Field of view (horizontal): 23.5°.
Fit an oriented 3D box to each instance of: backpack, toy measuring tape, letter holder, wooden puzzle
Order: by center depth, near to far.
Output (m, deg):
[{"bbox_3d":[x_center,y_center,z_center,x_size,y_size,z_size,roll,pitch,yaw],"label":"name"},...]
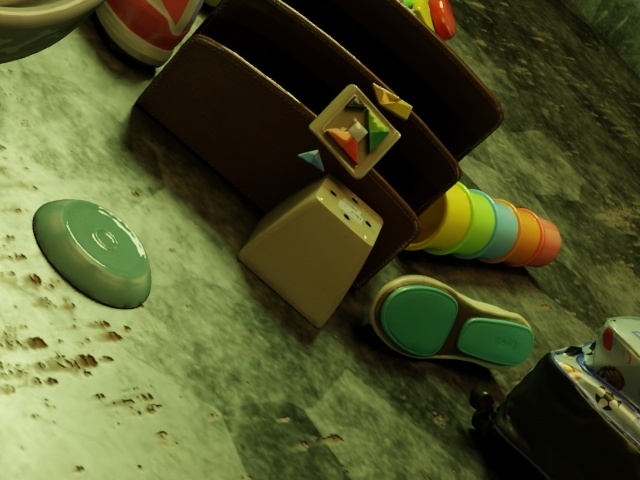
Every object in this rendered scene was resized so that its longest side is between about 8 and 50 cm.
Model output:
[{"bbox_3d":[0.035,-0.107,1.497,0.078,0.116,0.014,39,-18,-9],"label":"wooden puzzle"},{"bbox_3d":[0.008,-0.139,1.565,0.302,0.214,0.152,41,40,-8],"label":"letter holder"},{"bbox_3d":[0.328,0.201,1.588,0.276,0.213,0.263,48,13,16],"label":"backpack"},{"bbox_3d":[0.109,-0.342,2.143,0.330,0.121,0.121,55,8,-50],"label":"toy measuring tape"}]

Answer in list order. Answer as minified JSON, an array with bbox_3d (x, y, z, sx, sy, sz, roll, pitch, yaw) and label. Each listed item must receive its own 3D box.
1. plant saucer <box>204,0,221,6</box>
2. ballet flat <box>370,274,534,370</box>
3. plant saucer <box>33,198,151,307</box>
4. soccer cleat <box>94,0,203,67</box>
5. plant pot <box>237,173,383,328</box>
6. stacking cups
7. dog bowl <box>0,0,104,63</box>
[{"bbox_3d":[-0.176,-0.367,1.892,0.188,0.045,0.188,31,27,-28],"label":"plant saucer"},{"bbox_3d":[0.122,0.083,1.609,0.248,0.086,0.086,23,31,-42],"label":"ballet flat"},{"bbox_3d":[-0.186,0.005,1.297,0.119,0.021,0.119,35,25,-19],"label":"plant saucer"},{"bbox_3d":[-0.217,-0.330,1.675,0.108,0.116,0.318,15,37,-49],"label":"soccer cleat"},{"bbox_3d":[0.000,0.000,1.507,0.109,0.096,0.109,42,23,-6],"label":"plant pot"},{"bbox_3d":[0.193,-0.023,1.858,0.316,0.096,0.096,8,42,-55],"label":"stacking cups"},{"bbox_3d":[-0.289,-0.327,1.314,0.348,0.102,0.349,2,87,-36],"label":"dog bowl"}]
